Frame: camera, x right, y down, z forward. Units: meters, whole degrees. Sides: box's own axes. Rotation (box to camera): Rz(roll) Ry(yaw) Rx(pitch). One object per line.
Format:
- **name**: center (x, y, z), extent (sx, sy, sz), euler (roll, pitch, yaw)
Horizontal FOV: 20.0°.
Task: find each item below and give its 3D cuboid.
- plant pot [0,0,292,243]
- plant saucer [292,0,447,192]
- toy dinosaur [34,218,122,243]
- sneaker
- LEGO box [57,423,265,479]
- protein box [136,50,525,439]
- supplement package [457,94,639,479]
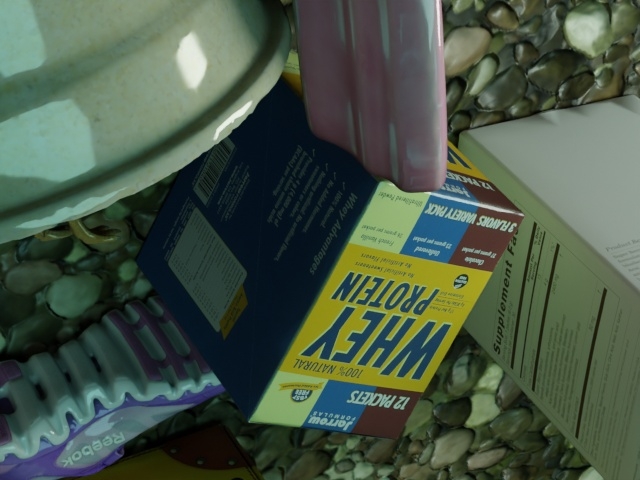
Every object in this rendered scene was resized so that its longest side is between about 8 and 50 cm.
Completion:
- **plant pot**: center (-0.211, -0.204, 0.955), extent (0.334, 0.334, 0.305), euler (-24, 121, -16)
- **plant saucer**: center (0.023, -0.191, 1.106), extent (0.084, 0.332, 0.332), euler (-5, 130, 2)
- **toy dinosaur**: center (-0.187, -0.050, 1.248), extent (0.211, 0.064, 0.112), euler (-20, 114, -32)
- **sneaker**: center (-0.160, 0.122, 1.369), extent (0.236, 0.095, 0.104), euler (-20, 138, -13)
- **LEGO box**: center (-0.129, 0.400, 1.304), extent (0.373, 0.500, 0.193), euler (-17, 130, -21)
- **protein box**: center (0.000, 0.000, 1.294), extent (0.136, 0.201, 0.199), euler (11, 116, -38)
- **supplement package**: center (0.246, 0.040, 1.418), extent (0.178, 0.293, 0.175), euler (-13, 128, -24)
